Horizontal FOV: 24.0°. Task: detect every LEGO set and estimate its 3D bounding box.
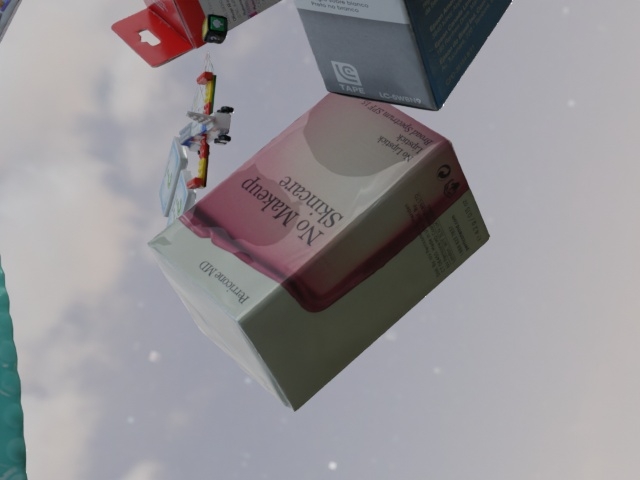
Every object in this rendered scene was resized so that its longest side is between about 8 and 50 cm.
[{"bbox_3d":[-0.136,-0.098,1.505,0.182,0.060,0.244,-108,32,-52],"label":"LEGO set"}]

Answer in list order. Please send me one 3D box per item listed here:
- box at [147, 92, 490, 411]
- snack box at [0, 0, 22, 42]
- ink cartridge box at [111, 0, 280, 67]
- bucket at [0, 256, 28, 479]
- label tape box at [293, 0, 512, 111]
[{"bbox_3d":[0.000,0.000,1.263,0.232,0.148,0.127,-41,-45,-14],"label":"box"},{"bbox_3d":[-0.399,-0.245,1.743,0.178,0.064,0.022,-53,5,35],"label":"snack box"},{"bbox_3d":[-0.112,-0.284,1.580,0.231,0.134,0.078,-31,-52,-12],"label":"ink cartridge box"},{"bbox_3d":[-0.229,0.099,0.613,0.281,0.183,0.281,178,90,-68],"label":"bucket"},{"bbox_3d":[0.058,-0.293,1.038,0.240,0.106,0.333,-56,-36,-29],"label":"label tape box"}]
